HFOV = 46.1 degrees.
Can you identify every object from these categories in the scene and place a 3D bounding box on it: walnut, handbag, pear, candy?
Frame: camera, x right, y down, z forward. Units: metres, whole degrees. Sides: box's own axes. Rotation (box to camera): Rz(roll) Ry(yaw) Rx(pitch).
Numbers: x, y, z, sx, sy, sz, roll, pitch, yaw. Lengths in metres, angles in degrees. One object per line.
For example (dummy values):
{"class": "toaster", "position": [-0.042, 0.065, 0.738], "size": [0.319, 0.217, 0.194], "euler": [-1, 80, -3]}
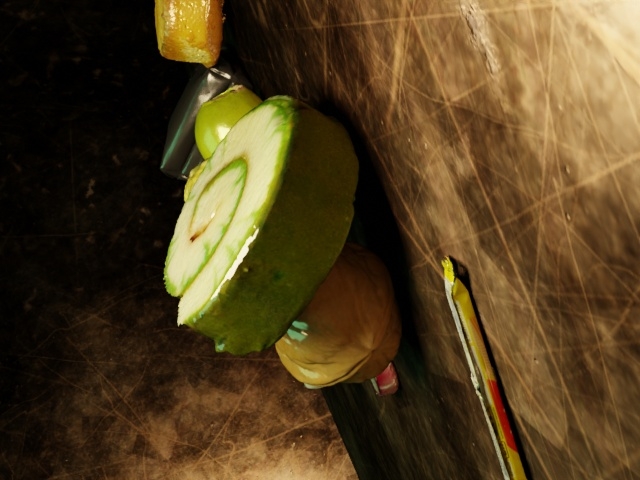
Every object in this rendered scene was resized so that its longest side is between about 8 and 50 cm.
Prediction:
{"class": "walnut", "position": [0.020, 0.111, 1.132], "size": [0.228, 0.228, 0.228], "euler": [159, 90, -82]}
{"class": "handbag", "position": [-0.299, -0.335, 1.918], "size": [0.342, 0.152, 0.288], "euler": [-55, 30, 25]}
{"class": "pear", "position": [-0.181, -0.221, 1.663], "size": [0.187, 0.187, 0.220], "euler": [-131, 18, -68]}
{"class": "candy", "position": [0.110, 0.241, 1.410], "size": [0.103, 0.043, 0.103], "euler": [158, 90, -82]}

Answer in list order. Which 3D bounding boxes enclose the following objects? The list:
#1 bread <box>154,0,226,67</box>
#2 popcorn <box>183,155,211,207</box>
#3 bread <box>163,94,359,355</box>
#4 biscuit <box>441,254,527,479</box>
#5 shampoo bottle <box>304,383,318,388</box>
{"class": "bread", "position": [-0.295, -0.519, 1.665], "size": [0.268, 0.145, 0.269], "euler": [174, 90, -73]}
{"class": "popcorn", "position": [-0.140, -0.088, 1.500], "size": [0.237, 0.293, 0.293], "euler": [48, 176, -11]}
{"class": "bread", "position": [-0.092, -0.017, 1.057], "size": [0.366, 0.129, 0.382], "euler": [-33, 38, 48]}
{"class": "biscuit", "position": [0.177, 0.156, 0.808], "size": [0.048, 0.026, 0.292], "euler": [-130, 20, -78]}
{"class": "shampoo bottle", "position": [-0.021, 0.182, 1.803], "size": [0.078, 0.134, 0.360], "euler": [-126, 19, -63]}
